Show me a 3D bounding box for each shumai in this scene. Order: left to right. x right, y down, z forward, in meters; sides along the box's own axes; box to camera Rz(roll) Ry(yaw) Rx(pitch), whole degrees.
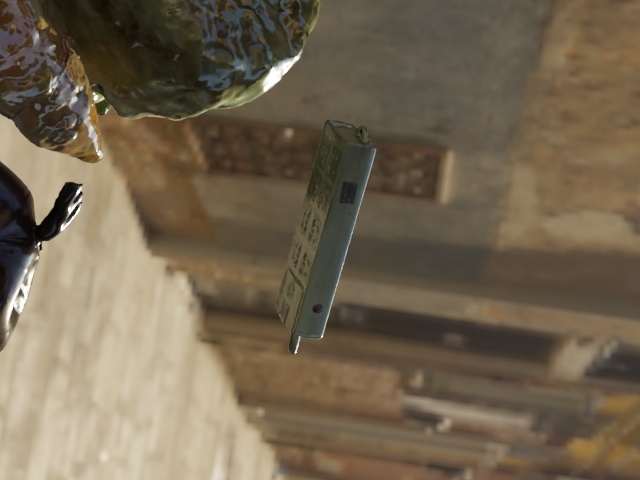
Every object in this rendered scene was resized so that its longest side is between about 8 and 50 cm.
[{"bbox_3d":[-0.178,-0.187,1.438,0.292,0.330,0.288,-14,155,-51],"label":"shumai"}]

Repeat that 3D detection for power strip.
[{"bbox_3d":[0.000,0.000,1.013,0.051,0.019,0.136,-127,-129,-64],"label":"power strip"}]

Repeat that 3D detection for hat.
[{"bbox_3d":[-0.376,-0.048,1.826,0.209,0.238,0.336,-31,-111,50],"label":"hat"}]

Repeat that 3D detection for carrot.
[{"bbox_3d":[-0.220,-0.138,1.226,0.263,0.102,0.102,54,34,-38],"label":"carrot"}]
